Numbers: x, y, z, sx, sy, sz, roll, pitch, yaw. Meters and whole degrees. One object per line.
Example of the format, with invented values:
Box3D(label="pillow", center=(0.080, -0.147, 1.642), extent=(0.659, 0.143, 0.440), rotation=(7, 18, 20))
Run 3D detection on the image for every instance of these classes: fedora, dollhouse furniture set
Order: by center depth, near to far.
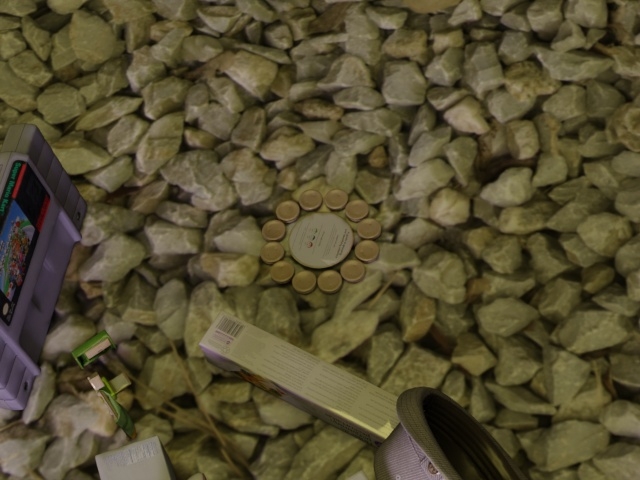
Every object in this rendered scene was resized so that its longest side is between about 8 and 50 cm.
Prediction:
Box3D(label="fedora", center=(0.166, 0.318, 1.735), extent=(0.124, 0.244, 0.275), rotation=(-45, 73, 16))
Box3D(label="dollhouse furniture set", center=(-0.287, 0.203, 1.935), extent=(0.059, 0.076, 0.151), rotation=(-33, 59, -10))

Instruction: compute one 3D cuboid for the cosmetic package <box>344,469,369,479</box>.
Box3D(label="cosmetic package", center=(0.059, 0.500, 1.650), extent=(0.217, 0.156, 0.385), rotation=(-30, 60, -7))

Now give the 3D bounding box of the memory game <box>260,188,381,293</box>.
Box3D(label="memory game", center=(0.000, 0.000, 2.050), extent=(0.186, 0.012, 0.186), rotation=(-4, 58, 6))

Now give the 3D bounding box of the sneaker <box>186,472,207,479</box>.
Box3D(label="sneaker", center=(-0.174, 0.401, 1.677), extent=(0.105, 0.095, 0.236), rotation=(-10, 51, -1))

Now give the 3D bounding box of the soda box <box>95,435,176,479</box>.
Box3D(label="soda box", center=(-0.208, 0.405, 1.784), extent=(0.091, 0.098, 0.286), rotation=(-18, 57, -5))

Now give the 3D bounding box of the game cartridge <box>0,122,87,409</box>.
Box3D(label="game cartridge", center=(-0.433, 0.036, 1.970), extent=(0.068, 0.230, 0.355), rotation=(5, 60, 12))

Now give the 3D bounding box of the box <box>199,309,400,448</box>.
Box3D(label="box", center=(-0.018, 0.197, 1.902), extent=(0.324, 0.063, 0.067), rotation=(24, 67, 22))
